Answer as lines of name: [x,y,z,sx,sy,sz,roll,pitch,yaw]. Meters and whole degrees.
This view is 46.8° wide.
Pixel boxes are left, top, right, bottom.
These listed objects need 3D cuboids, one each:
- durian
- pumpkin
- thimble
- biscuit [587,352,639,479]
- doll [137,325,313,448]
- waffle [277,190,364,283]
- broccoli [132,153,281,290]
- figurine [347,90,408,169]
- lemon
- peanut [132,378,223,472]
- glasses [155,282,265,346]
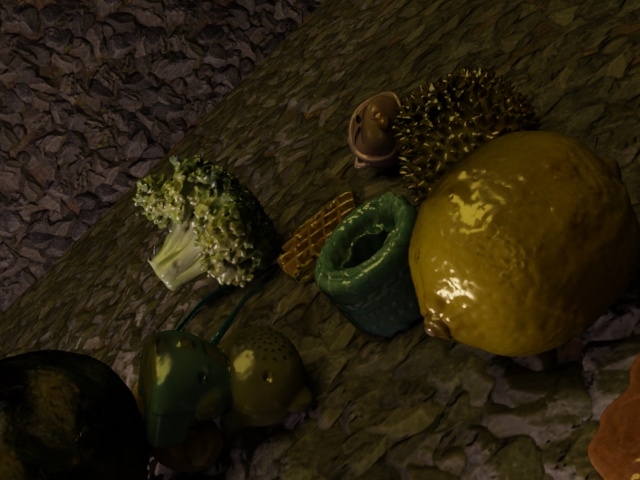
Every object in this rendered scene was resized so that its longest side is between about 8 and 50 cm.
durian: [0.246,-0.183,1.266,0.258,0.258,0.293,-27,19,28]
pumpkin: [-0.437,0.379,1.108,0.344,0.454,0.454,10,43,8]
thimble: [0.107,0.034,1.217,0.198,0.143,0.235,-8,42,47]
biscuit: [0.417,0.139,0.736,0.334,0.047,0.202,-40,26,7]
doll: [-0.152,0.221,1.192,0.177,0.260,0.162,-123,41,-56]
waffle: [0.000,0.000,1.519,0.211,0.055,0.160,-34,28,18]
broccoli: [-0.252,-0.009,1.668,0.281,0.293,0.348,-39,64,-4]
figurine: [0.175,-0.241,1.524,0.287,0.186,0.176,4,75,35]
lemon: [0.245,0.005,0.932,0.321,0.268,0.268,-32,25,-7]
peanut: [-0.247,0.312,1.285,0.137,0.122,0.253,-57,37,13]
glasses: [-0.216,0.175,1.574,0.220,0.088,0.189,-34,18,-33]
